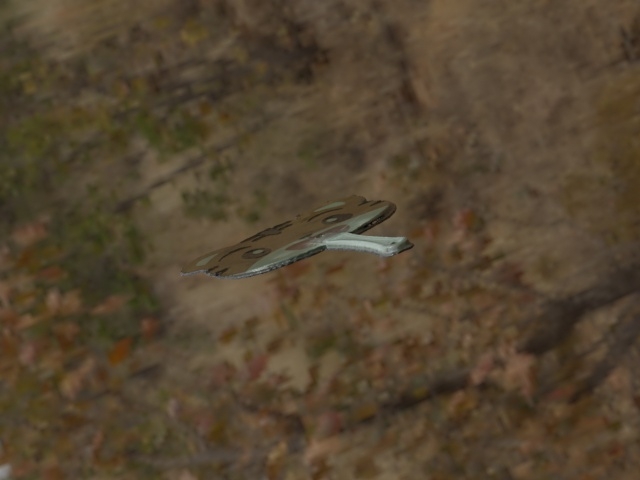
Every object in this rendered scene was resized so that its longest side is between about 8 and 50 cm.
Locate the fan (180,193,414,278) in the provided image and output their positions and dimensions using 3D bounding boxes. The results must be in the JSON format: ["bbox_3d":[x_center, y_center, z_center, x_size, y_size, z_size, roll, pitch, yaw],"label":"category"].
[{"bbox_3d":[0.000,0.000,1.102,0.227,0.153,0.008,6,118,65],"label":"fan"}]
